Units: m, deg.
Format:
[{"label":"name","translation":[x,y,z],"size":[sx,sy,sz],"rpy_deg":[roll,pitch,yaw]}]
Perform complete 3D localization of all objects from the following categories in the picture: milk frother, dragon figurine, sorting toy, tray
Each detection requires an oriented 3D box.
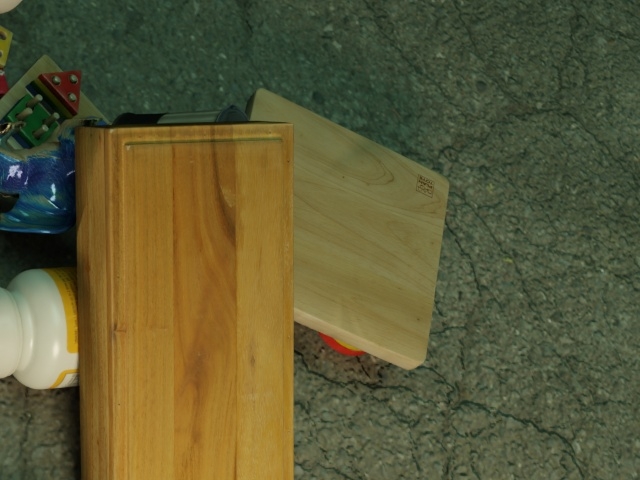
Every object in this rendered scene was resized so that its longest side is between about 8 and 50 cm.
[{"label":"milk frother","translation":[-0.128,-0.083,1.782],"size":[0.143,0.135,0.129],"rpy_deg":[-33,118,-58]},{"label":"dragon figurine","translation":[-0.283,-0.047,1.674],"size":[0.289,0.085,0.144],"rpy_deg":[-3,95,-6]},{"label":"sorting toy","translation":[-0.274,-0.126,1.766],"size":[0.274,0.046,0.132],"rpy_deg":[48,41,-14]},{"label":"sorting toy","translation":[0.000,0.000,1.870],"size":[0.257,0.089,0.255],"rpy_deg":[25,53,-20]},{"label":"tray","translation":[-0.125,0.094,1.610],"size":[0.203,0.076,0.411],"rpy_deg":[-5,97,-35]}]

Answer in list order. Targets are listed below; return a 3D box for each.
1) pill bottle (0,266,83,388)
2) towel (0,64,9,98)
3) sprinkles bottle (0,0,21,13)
[{"label":"pill bottle","translation":[-0.240,0.084,1.645],"size":[0.208,0.117,0.117],"rpy_deg":[-4,66,-34]},{"label":"towel","translation":[-0.448,-0.254,1.765],"size":[0.199,0.031,0.275],"rpy_deg":[-4,66,-35]},{"label":"sprinkles bottle","translation":[-0.447,-0.311,1.646],"size":[0.355,0.121,0.121],"rpy_deg":[7,59,-46]}]
